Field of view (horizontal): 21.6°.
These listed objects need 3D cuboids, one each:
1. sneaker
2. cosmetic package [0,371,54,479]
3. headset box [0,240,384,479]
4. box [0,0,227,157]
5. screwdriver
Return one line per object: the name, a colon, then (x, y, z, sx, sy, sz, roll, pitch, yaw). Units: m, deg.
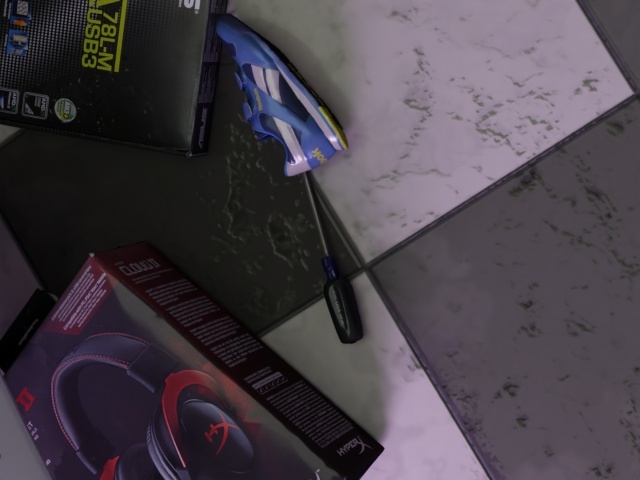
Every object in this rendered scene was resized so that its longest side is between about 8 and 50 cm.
sneaker: (-0.041, -0.113, 1.299, 0.059, 0.053, 0.144, -39, 81, 10)
cosmetic package: (-0.445, 0.157, 1.221, 0.393, 0.329, 0.327, -28, 87, 57)
headset box: (-0.135, 0.158, 1.323, 0.293, 0.110, 0.218, 41, 106, 11)
box: (-0.168, -0.173, 1.343, 0.184, 0.045, 0.191, 12, 99, 19)
screwdriver: (0.000, 0.000, 1.318, 0.025, 0.024, 0.170, -28, 78, 47)
